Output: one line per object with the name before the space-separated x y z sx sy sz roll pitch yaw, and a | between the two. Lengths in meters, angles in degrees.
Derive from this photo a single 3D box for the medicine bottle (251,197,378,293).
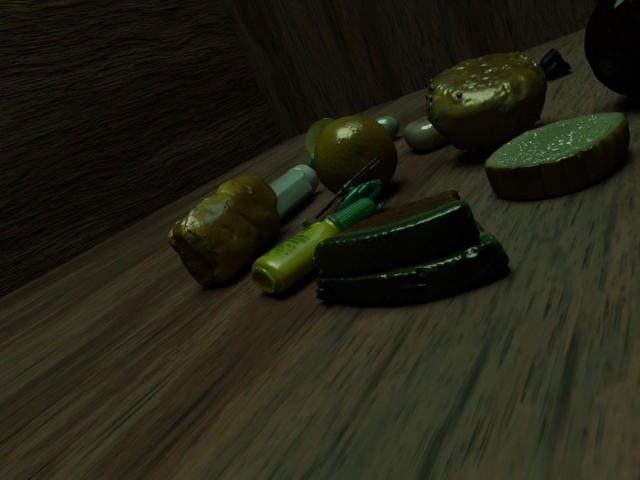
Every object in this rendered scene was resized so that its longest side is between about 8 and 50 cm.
medicine bottle | 0.000 0.000 0.942 0.309 0.076 0.111 -35 26 -30

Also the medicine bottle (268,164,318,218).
medicine bottle | -0.119 -0.136 1.462 0.161 0.111 0.296 -18 19 36

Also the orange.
orange | 0.089 -0.212 1.215 0.236 0.236 0.236 -22 17 7

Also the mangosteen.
mangosteen | 0.729 -0.418 0.953 0.306 0.359 0.306 -36 -15 -11

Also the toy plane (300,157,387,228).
toy plane | 0.066 -0.078 1.065 0.235 0.096 0.060 -43 15 0

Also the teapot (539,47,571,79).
teapot | 0.823 -0.619 1.685 0.096 0.087 0.177 -41 7 31

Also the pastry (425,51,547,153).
pastry | 0.406 -0.331 1.159 0.284 0.184 0.316 -7 35 18

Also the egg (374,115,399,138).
egg | 0.249 -0.438 1.870 0.135 0.103 0.103 -21 17 22

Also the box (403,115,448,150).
box | 0.341 -0.342 1.481 0.146 0.088 0.200 -25 16 1

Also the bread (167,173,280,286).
bread | -0.213 -0.039 1.164 0.149 0.195 0.344 -20 19 31

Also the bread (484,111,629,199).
bread | 0.416 -0.149 0.836 0.236 0.070 0.236 -23 18 8

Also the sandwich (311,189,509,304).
sandwich | 0.132 0.002 0.701 0.292 0.109 0.212 -5 26 49

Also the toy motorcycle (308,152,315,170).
toy motorcycle | 0.042 -0.318 1.772 0.198 0.109 0.296 -17 7 7

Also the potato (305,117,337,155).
potato | 0.050 -0.467 2.163 0.203 0.178 0.158 -43 -9 27
